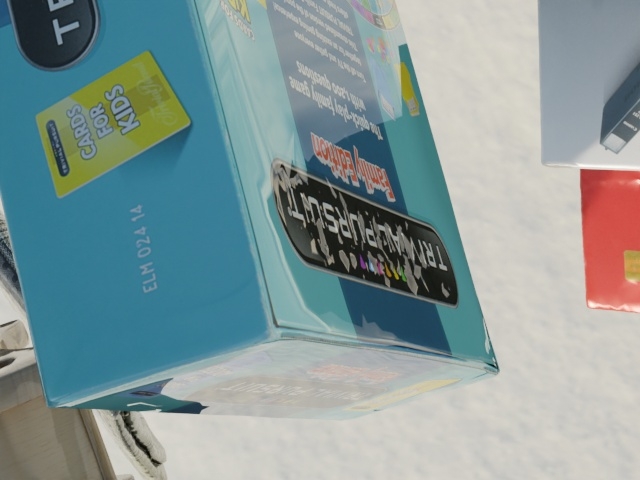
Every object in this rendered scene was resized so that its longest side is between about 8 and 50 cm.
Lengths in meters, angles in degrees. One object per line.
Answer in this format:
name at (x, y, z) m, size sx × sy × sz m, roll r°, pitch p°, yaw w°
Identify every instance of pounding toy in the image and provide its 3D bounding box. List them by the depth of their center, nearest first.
pounding toy at (-0.171, 0.064, 0.739) m, size 0.154 × 0.269 × 0.155 m, roll -19°, pitch 96°, yaw 2°

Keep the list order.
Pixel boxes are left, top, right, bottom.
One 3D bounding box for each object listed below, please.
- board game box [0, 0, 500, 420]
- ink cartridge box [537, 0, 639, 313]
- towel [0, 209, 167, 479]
board game box at (-0.045, -0.106, 0.619) m, size 0.079 × 0.254 × 0.336 m, roll -18°, pitch 77°, yaw 17°
ink cartridge box at (0.303, -0.058, 1.213) m, size 0.296 × 0.066 × 0.261 m, roll 4°, pitch 103°, yaw 36°
towel at (-0.265, 0.101, 1.781) m, size 0.056 × 0.324 × 0.312 m, roll -37°, pitch 72°, yaw -11°
